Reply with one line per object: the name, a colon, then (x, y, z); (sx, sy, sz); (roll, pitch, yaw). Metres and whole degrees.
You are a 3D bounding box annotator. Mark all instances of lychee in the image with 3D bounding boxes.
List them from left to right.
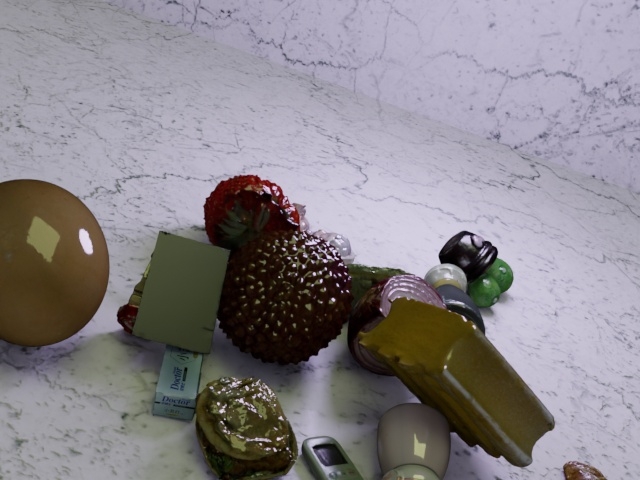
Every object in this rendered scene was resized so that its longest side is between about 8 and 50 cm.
lychee: (-0.076, 0.124, 1.846); (0.306, 0.306, 0.330); (17, 41, -7)

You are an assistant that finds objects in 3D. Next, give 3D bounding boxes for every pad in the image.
pad: (-0.285, 0.106, 1.734); (0.164, 0.004, 0.242); (17, 62, -16)

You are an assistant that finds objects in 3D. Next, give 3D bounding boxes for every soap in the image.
soap: (0.277, 0.286, 1.701); (0.335, 0.156, 0.293); (48, -18, -23)

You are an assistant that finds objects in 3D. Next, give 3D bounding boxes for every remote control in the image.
remote control: (0.060, 0.485, 1.557); (0.090, 0.038, 0.309); (1, 33, -33)

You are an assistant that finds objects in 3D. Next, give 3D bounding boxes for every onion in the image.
onion: (0.171, 0.193, 1.950); (0.216, 0.207, 0.206); (38, 39, -15)

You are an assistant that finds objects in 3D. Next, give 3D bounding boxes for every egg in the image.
egg: (-0.571, 0.042, 1.646); (0.301, 0.301, 0.374); (-5, 38, -40)

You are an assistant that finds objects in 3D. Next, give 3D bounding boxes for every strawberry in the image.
strawberry: (-0.184, -0.062, 2.160); (0.261, 0.261, 0.257); (13, 33, -13)

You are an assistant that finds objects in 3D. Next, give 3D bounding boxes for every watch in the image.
watch: (-0.351, 0.083, 1.815); (0.102, 0.165, 0.268); (20, 64, -2)

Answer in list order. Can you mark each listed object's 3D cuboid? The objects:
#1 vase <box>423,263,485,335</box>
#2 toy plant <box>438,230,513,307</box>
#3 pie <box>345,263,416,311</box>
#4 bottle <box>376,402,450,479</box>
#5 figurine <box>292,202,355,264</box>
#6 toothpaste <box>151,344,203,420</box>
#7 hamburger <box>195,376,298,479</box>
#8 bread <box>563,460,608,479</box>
vase: (0.336, 0.176, 2.179); (0.173, 0.173, 0.321); (20, 22, 0)
toy plant: (0.461, 0.087, 2.428); (0.235, 0.175, 0.218); (48, 35, -7)
pie: (0.132, 0.138, 2.093); (0.248, 0.201, 0.089); (6, 55, -14)
bottle: (0.179, 0.444, 1.609); (0.148, 0.147, 0.236); (18, 36, -5)
figurine: (-0.001, 0.004, 2.271); (0.237, 0.141, 0.163); (34, 20, 22)
toothpaste: (-0.285, 0.245, 1.729); (0.089, 0.071, 0.312); (12, 29, -8)
hamburger: (-0.147, 0.363, 1.574); (0.183, 0.130, 0.206); (-3, 54, -35)
bread: (0.588, 0.545, 1.767); (0.105, 0.075, 0.233); (10, 28, -23)
